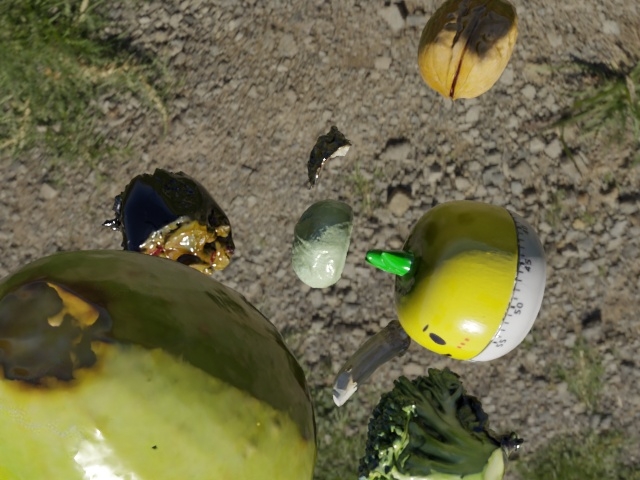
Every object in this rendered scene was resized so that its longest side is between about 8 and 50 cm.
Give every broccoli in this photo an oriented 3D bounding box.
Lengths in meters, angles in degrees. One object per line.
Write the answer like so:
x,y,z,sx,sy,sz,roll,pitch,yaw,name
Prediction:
0.227,0.432,1.693,0.272,0.334,0.323,32,139,35,broccoli

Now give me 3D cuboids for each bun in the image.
0.000,0.000,1.798,0.118,0.195,0.195,13,121,1,bun

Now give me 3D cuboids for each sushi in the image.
-0.292,-0.013,1.692,0.200,0.213,0.204,-46,70,37,sushi

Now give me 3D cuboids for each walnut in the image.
0.228,-0.306,1.357,0.144,0.144,0.180,22,90,-6,walnut

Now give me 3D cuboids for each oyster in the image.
0.009,-0.144,1.474,0.056,0.177,0.105,34,109,-3,oyster

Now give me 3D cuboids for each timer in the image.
0.195,0.052,1.399,0.285,0.285,0.285,3,120,5,timer

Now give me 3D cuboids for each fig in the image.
-0.139,0.124,0.645,0.258,0.258,0.326,-6,145,10,fig

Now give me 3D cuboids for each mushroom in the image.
0.097,0.247,1.737,0.071,0.209,0.084,43,158,19,mushroom
